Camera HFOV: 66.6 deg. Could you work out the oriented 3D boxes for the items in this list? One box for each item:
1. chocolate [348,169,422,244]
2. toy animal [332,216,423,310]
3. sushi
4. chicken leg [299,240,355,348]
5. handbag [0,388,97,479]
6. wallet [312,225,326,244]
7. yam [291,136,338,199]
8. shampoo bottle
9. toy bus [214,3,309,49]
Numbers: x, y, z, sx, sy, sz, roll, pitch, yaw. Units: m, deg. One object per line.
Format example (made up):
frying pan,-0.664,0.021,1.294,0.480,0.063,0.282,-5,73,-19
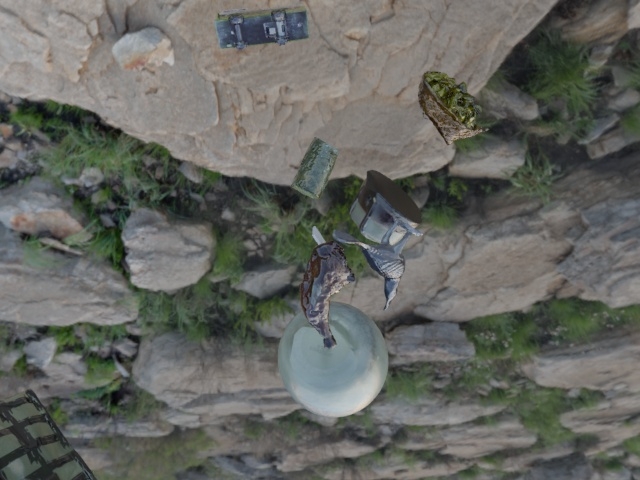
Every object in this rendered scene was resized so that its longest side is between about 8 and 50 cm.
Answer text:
chocolate,0.227,-0.100,1.818,0.283,0.284,0.186,28,118,-32
toy animal,0.179,0.029,1.297,0.206,0.081,0.367,-48,136,-11
sushi,0.422,-0.426,1.552,0.179,0.167,0.296,-25,113,35
chicken leg,0.006,0.097,0.858,0.093,0.053,0.205,12,116,-6
handbag,-0.706,0.522,1.049,0.325,0.327,0.163,-21,137,-56
wallet,0.000,0.000,1.414,0.011,0.044,0.083,-19,126,19
yam,-0.013,-0.241,1.592,0.107,0.107,0.194,27,83,-32
shampoo bottle,0.035,0.338,1.419,0.322,0.323,0.317,-10,149,3
toy bus,-0.191,-0.710,1.614,0.301,0.139,0.113,-5,129,0
